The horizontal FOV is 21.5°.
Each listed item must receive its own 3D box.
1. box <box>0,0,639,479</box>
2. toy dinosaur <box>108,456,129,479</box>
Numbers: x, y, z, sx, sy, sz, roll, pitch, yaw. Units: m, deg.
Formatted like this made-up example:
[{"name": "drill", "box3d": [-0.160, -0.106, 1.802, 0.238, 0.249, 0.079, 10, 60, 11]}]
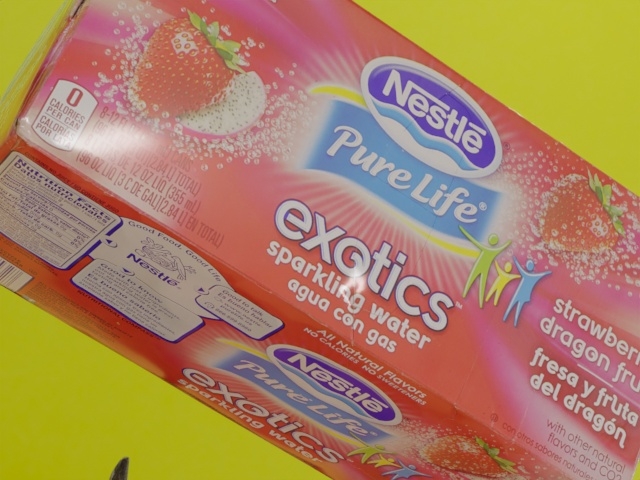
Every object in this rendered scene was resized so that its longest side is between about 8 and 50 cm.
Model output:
[{"name": "box", "box3d": [0.000, 0.000, 0.642, 0.257, 0.122, 0.128, 32, -27, -14]}, {"name": "toy dinosaur", "box3d": [-0.184, 0.183, 0.661, 0.160, 0.313, 0.121, 27, -26, 11]}]
